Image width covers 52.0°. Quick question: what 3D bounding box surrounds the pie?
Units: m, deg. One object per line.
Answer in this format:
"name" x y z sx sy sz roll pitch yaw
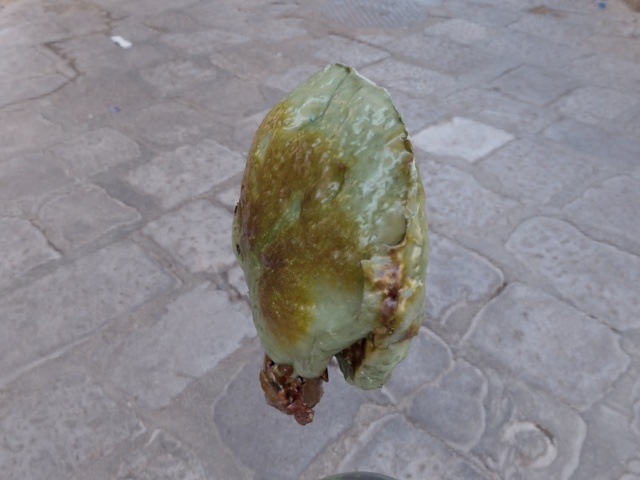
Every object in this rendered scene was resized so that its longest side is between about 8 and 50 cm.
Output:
"pie" 0.003 -0.007 0.554 0.106 0.257 0.274 2 55 -31

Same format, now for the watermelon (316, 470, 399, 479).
"watermelon" 0.046 0.413 0.785 0.269 0.268 0.269 2 35 -1
